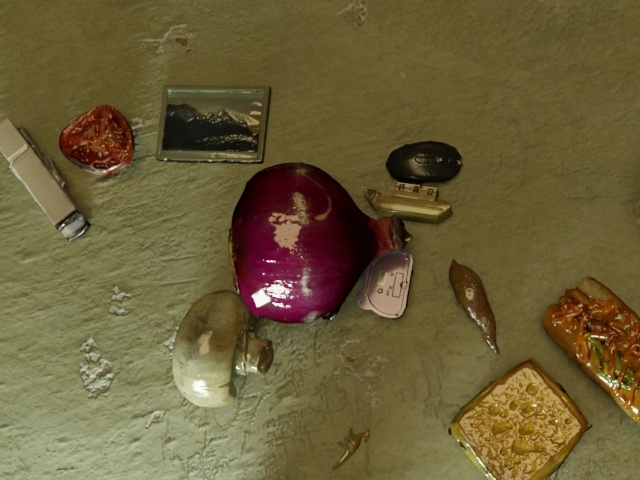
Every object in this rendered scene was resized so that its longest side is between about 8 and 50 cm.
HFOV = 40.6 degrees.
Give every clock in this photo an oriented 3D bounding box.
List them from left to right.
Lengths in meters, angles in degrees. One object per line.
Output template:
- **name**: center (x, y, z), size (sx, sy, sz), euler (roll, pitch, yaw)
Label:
- **clock**: center (0.141, 0.093, 1.868), size (0.110, 0.050, 0.153), euler (9, 78, 11)

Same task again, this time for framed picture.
- **framed picture**: center (-0.253, -0.275, 2.042), size (0.265, 0.018, 0.192), euler (2, 78, 10)

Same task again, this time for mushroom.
- **mushroom**: center (-0.212, 0.229, 1.824), size (0.195, 0.189, 0.254), euler (12, 82, 15)

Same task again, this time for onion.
- **onion**: center (0.000, 0.000, 1.778), size (0.385, 0.348, 0.348), euler (-7, 75, -5)

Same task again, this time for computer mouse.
- **computer mouse**: center (0.229, -0.174, 1.914), size (0.172, 0.057, 0.099), euler (-1, 79, 8)

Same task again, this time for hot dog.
- **hot dog**: center (0.591, 0.222, 1.700), size (0.158, 0.117, 0.349), euler (-39, 61, -1)

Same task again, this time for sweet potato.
- **sweet potato**: center (0.326, 0.134, 1.821), size (0.068, 0.068, 0.226), euler (-25, 74, 3)

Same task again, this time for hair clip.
- **hair clip**: center (-0.658, -0.148, 2.040), size (0.085, 0.101, 0.331), euler (-38, 71, 3)

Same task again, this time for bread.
- **bread**: center (0.401, 0.376, 1.735), size (0.235, 0.099, 0.210), euler (-42, 71, 3)

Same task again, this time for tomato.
- **tomato**: center (-0.512, -0.219, 2.037), size (0.166, 0.082, 0.174), euler (-36, 69, -5)

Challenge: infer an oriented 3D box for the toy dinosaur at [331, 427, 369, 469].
- **toy dinosaur**: center (0.056, 0.431, 1.811), size (0.113, 0.026, 0.041), euler (-41, 91, -11)

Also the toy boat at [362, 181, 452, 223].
- **toy boat**: center (0.192, -0.088, 1.901), size (0.200, 0.057, 0.077), euler (8, 73, 12)
